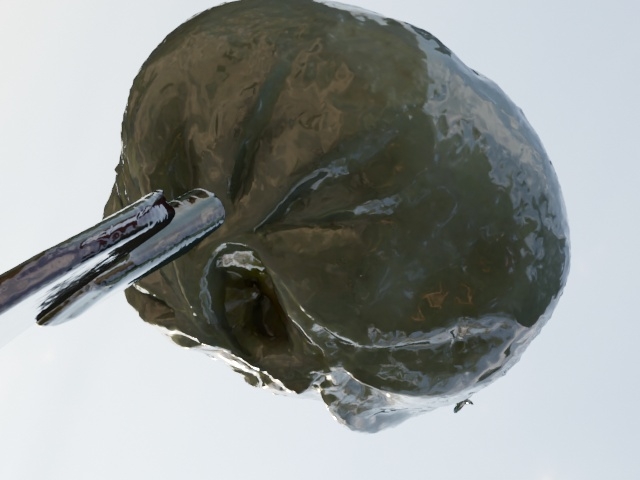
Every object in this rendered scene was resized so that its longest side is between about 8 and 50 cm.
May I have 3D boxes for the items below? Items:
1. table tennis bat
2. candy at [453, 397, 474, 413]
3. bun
[{"bbox_3d":[-0.107,0.027,0.522,0.173,0.022,0.301,-34,-179,26],"label":"table tennis bat"},{"bbox_3d":[0.125,0.112,1.272,0.020,0.030,0.083,27,-51,49],"label":"candy"},{"bbox_3d":[0.006,0.001,1.020,0.354,0.354,0.194,-37,-161,43],"label":"bun"}]
